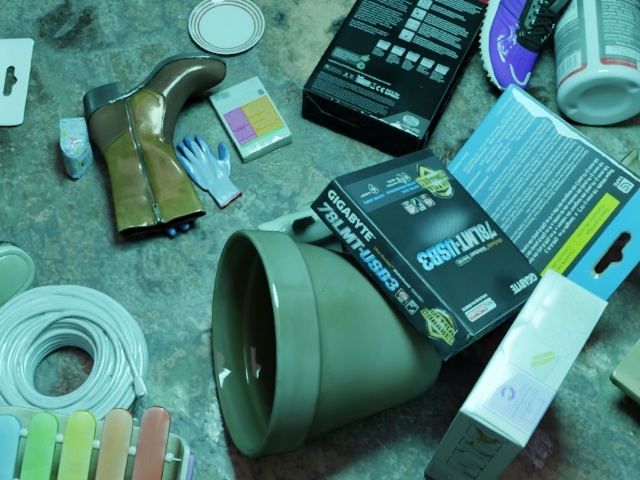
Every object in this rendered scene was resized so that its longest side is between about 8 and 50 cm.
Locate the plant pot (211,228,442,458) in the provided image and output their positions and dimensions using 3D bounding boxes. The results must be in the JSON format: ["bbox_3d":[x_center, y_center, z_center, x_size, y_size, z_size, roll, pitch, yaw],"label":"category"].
[{"bbox_3d":[0.014,0.141,1.494,0.280,0.323,0.323,-2,62,-22],"label":"plant pot"}]

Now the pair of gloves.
[{"bbox_3d":[-0.230,-0.100,1.741,0.198,0.023,0.159,-33,69,-17],"label":"pair of gloves"}]

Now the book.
[{"bbox_3d":[-0.124,-0.215,1.801,0.096,0.035,0.144,-24,66,-11],"label":"book"}]

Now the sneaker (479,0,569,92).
[{"bbox_3d":[0.376,-0.405,1.808,0.102,0.146,0.293,17,76,-40],"label":"sneaker"}]

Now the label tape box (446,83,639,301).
[{"bbox_3d":[0.370,-0.056,1.641,0.334,0.106,0.240,41,101,17],"label":"label tape box"}]

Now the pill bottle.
[{"bbox_3d":[0.502,-0.365,1.834,0.161,0.161,0.283,5,62,0],"label":"pill bottle"}]

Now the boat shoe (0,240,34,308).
[{"bbox_3d":[-0.608,0.107,1.570,0.340,0.127,0.113,-41,42,-13],"label":"boat shoe"}]

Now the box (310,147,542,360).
[{"bbox_3d":[0.170,0.009,1.502,0.293,0.073,0.295,49,33,15],"label":"box"}]

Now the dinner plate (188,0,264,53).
[{"bbox_3d":[-0.175,-0.400,1.902,0.141,0.017,0.141,1,63,-3],"label":"dinner plate"}]

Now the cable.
[{"bbox_3d":[-0.389,0.193,1.545,0.257,0.089,0.257,-8,63,-5],"label":"cable"}]

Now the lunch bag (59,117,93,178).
[{"bbox_3d":[-0.415,-0.155,1.734,0.053,0.071,0.083,-2,60,-7],"label":"lunch bag"}]

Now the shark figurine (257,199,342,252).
[{"bbox_3d":[0.028,-0.009,1.647,0.166,0.278,0.116,-31,107,-47],"label":"shark figurine"}]

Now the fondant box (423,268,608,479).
[{"bbox_3d":[0.264,0.215,1.427,0.096,0.330,0.238,31,66,13],"label":"fondant box"}]

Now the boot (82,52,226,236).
[{"bbox_3d":[-0.248,-0.166,1.711,0.264,0.096,0.280,-18,65,-11],"label":"boot"}]

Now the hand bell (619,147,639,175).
[{"bbox_3d":[0.568,-0.027,1.708,0.126,0.126,0.242,-41,83,-21],"label":"hand bell"}]

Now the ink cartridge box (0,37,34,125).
[{"bbox_3d":[-0.696,-0.310,1.773,0.354,0.119,0.207,0,62,-3],"label":"ink cartridge box"}]

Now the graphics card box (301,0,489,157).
[{"bbox_3d":[0.146,-0.339,1.842,0.233,0.094,0.371,24,63,9],"label":"graphics card box"}]

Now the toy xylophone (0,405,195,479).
[{"bbox_3d":[-0.334,0.341,1.420,0.323,0.081,0.236,2,92,0],"label":"toy xylophone"}]

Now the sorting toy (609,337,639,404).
[{"bbox_3d":[0.614,0.215,1.579,0.257,0.089,0.255,39,68,16],"label":"sorting toy"}]
